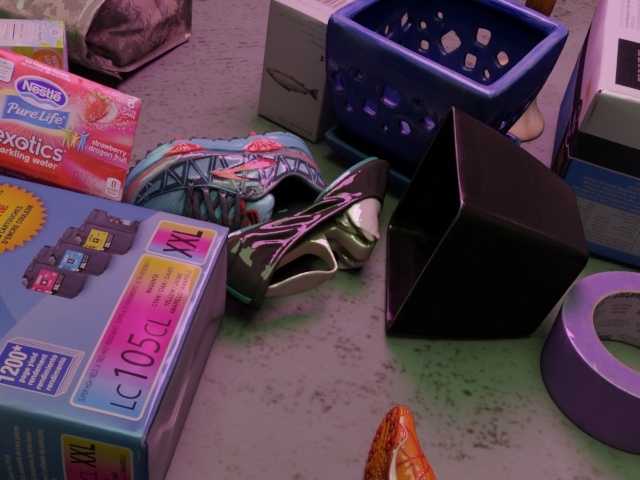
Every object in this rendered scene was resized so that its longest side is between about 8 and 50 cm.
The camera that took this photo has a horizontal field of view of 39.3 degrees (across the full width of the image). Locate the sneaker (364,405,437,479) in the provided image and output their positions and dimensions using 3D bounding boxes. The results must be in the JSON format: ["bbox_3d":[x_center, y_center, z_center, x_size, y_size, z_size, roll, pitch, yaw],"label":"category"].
[{"bbox_3d":[0.080,0.228,0.798,0.067,0.064,0.175,19,43,-21],"label":"sneaker"}]

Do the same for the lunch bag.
[{"bbox_3d":[-0.345,-0.340,1.261,0.235,0.169,0.287,24,38,15],"label":"lunch bag"}]

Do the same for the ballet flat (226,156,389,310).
[{"bbox_3d":[0.000,0.000,1.010,0.280,0.095,0.096,-32,66,-32],"label":"ballet flat"}]

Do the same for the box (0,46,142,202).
[{"bbox_3d":[-0.336,-0.118,0.949,0.256,0.122,0.128,18,69,-27],"label":"box"}]

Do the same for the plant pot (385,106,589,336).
[{"bbox_3d":[0.184,-0.001,0.986,0.166,0.187,0.188,18,40,-9],"label":"plant pot"}]

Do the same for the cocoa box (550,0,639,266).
[{"bbox_3d":[0.437,-0.153,1.160,0.231,0.228,0.347,17,41,7],"label":"cocoa box"}]

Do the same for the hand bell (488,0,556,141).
[{"bbox_3d":[0.286,-0.272,1.254,0.126,0.242,0.126,6,42,-5],"label":"hand bell"}]

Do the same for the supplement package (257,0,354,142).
[{"bbox_3d":[-0.007,-0.244,1.210,0.105,0.179,0.105,29,44,20],"label":"supplement package"}]

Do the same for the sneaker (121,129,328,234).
[{"bbox_3d":[-0.105,-0.055,1.036,0.261,0.104,0.125,-16,49,-27],"label":"sneaker"}]

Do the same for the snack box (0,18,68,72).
[{"bbox_3d":[-0.401,-0.169,1.048,0.207,0.175,0.070,-3,42,-14],"label":"snack box"}]

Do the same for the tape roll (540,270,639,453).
[{"bbox_3d":[0.334,0.125,0.939,0.188,0.080,0.189,6,42,-6],"label":"tape roll"}]

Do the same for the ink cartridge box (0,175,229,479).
[{"bbox_3d":[-0.307,0.076,0.815,0.395,0.151,0.270,11,41,3],"label":"ink cartridge box"}]

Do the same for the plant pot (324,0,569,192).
[{"bbox_3d":[0.149,-0.189,1.156,0.236,0.212,0.236,30,45,22],"label":"plant pot"}]
